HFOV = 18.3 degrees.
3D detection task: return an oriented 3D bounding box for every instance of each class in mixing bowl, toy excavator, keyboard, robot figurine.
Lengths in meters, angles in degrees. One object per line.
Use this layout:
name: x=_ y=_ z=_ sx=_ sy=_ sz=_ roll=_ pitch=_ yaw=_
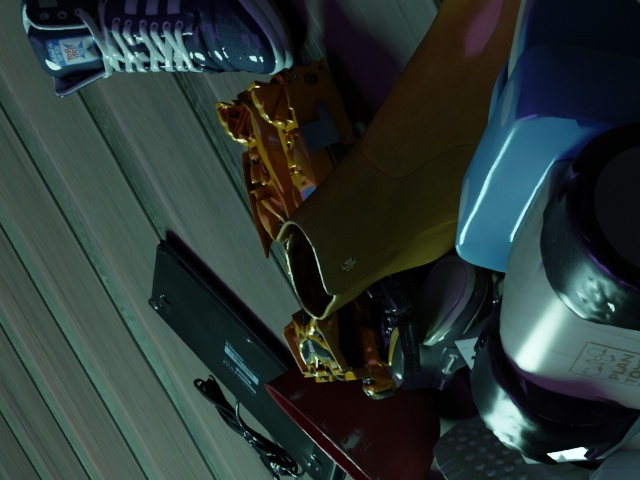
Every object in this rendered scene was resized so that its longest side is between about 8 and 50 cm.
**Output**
mixing bowl: x=0.045 y=0.163 z=1.847 sx=0.181 sy=0.098 sz=0.181 roll=43 pitch=171 yaw=8
toy excavator: x=0.176 y=-0.110 z=1.185 sx=0.432 sy=0.445 sz=0.222 roll=12 pitch=149 yaw=-4
keyboard: x=-0.081 y=0.153 z=2.178 sx=0.317 sy=0.033 sz=0.201 roll=46 pitch=147 yaw=24
robot figurine: x=0.000 y=0.000 z=1.706 sx=0.211 sy=0.085 sz=0.291 roll=162 pitch=91 yaw=-71

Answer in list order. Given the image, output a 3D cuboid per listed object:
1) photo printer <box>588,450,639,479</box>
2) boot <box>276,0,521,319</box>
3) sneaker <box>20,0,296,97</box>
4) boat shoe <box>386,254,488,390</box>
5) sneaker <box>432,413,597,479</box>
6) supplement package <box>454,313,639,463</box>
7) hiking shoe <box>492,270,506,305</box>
photo printer: x=0.263 y=0.268 z=1.426 sx=0.107 sy=0.256 sz=0.307 roll=41 pitch=158 yaw=-16
boot: x=0.066 y=-0.067 z=1.412 sx=0.104 sy=0.211 sz=0.295 roll=43 pitch=152 yaw=25
sneaker: x=-0.154 y=-0.179 z=1.747 sx=0.282 sy=0.153 sz=0.099 roll=29 pitch=145 yaw=45
boat shoe: x=0.113 y=0.074 z=1.713 sx=0.065 sy=0.075 sz=0.206 roll=14 pitch=150 yaw=-11
sneaker: x=0.188 y=0.230 z=1.720 sx=0.235 sy=0.090 sz=0.095 roll=30 pitch=155 yaw=46
supplement package: x=0.203 y=0.060 z=1.355 sx=0.105 sy=0.179 sz=0.105 roll=58 pitch=156 yaw=-5
hiking shoe: x=0.184 y=0.061 z=1.537 sx=0.114 sy=0.086 sz=0.227 roll=51 pitch=153 yaw=45
